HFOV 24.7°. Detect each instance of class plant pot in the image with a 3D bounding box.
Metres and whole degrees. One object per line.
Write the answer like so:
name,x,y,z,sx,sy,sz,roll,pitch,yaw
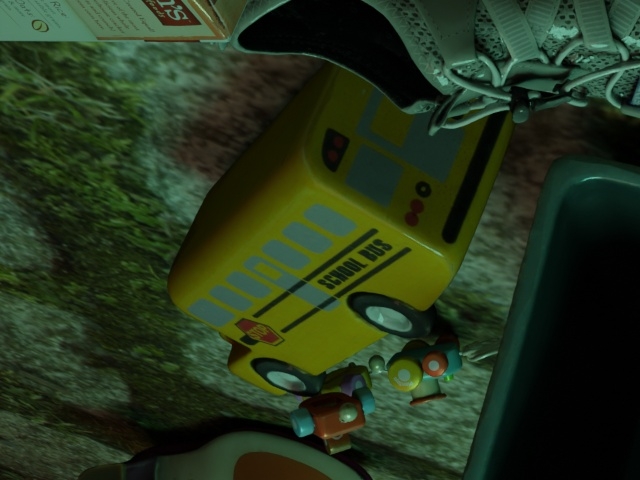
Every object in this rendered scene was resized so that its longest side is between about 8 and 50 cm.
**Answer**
plant pot,0.231,0.126,0.813,0.248,0.247,0.252,14,170,19

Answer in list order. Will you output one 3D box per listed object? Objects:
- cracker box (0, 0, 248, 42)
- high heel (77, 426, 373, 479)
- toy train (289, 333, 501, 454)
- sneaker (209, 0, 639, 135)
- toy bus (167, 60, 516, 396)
cracker box,-0.114,-0.160,0.599,0.232,0.155,0.067,6,151,34
high heel,-0.070,0.257,1.556,0.377,0.127,0.181,-1,176,35
toy train,0.048,0.113,1.037,0.125,0.166,0.046,4,110,66
sneaker,0.084,-0.084,0.636,0.281,0.115,0.105,16,156,13
toy bus,0.000,0.000,0.896,0.130,0.108,0.333,28,156,-11
